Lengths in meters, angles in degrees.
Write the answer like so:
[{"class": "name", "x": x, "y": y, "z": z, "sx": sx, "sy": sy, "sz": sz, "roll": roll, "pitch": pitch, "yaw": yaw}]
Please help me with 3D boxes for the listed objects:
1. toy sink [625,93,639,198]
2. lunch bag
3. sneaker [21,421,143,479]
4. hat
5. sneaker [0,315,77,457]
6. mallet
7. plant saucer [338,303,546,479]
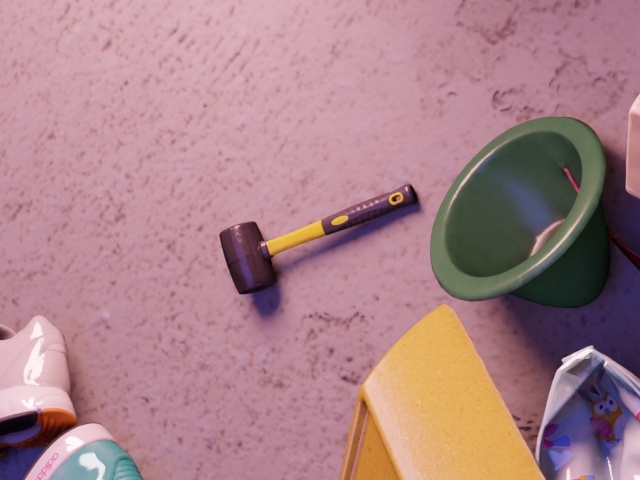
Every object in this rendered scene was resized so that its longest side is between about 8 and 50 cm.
[{"class": "toy sink", "x": 0.339, "y": -0.115, "z": 1.250, "sx": 0.152, "sy": 0.131, "sz": 0.234, "roll": 31, "pitch": 71, "yaw": 22}, {"class": "lunch bag", "x": 0.236, "y": 0.213, "z": 1.320, "sx": 0.160, "sy": 0.223, "sz": 0.262, "roll": -12, "pitch": 78, "yaw": 15}, {"class": "sneaker", "x": -0.228, "y": 0.337, "z": 1.654, "sx": 0.178, "sy": 0.124, "sz": 0.295, "roll": 40, "pitch": 109, "yaw": 32}, {"class": "hat", "x": 0.213, "y": 0.026, "z": 1.450, "sx": 0.173, "sy": 0.183, "sz": 0.208, "roll": -41, "pitch": 31, "yaw": 17}, {"class": "sneaker", "x": -0.330, "y": 0.148, "z": 1.727, "sx": 0.262, "sy": 0.099, "sz": 0.121, "roll": -18, "pitch": 60, "yaw": 33}, {"class": "mallet", "x": 0.000, "y": 0.000, "z": 1.562, "sx": 0.189, "sy": 0.039, "sz": 0.062, "roll": -13, "pitch": 86, "yaw": 24}, {"class": "plant saucer", "x": 0.073, "y": 0.268, "z": 1.349, "sx": 0.333, "sy": 0.081, "sz": 0.333, "roll": -114, "pitch": 30, "yaw": -56}]
